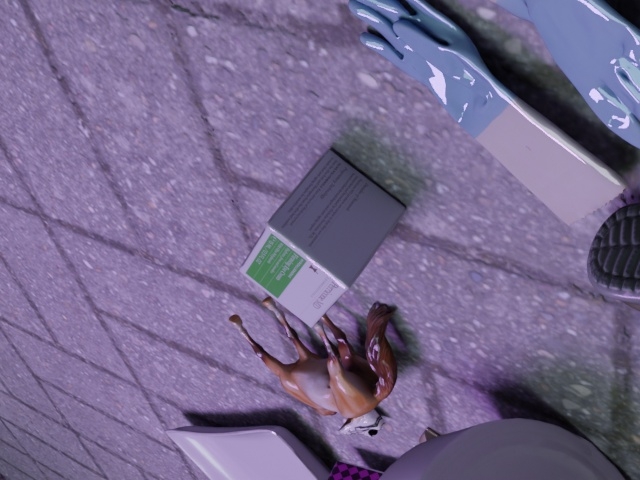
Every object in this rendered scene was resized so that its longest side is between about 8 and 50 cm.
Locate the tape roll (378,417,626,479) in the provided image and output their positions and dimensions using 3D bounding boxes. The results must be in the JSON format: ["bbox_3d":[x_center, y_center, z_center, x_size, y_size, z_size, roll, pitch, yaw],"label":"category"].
[{"bbox_3d":[0.172,0.311,0.857,0.286,0.286,0.100,43,149,-6],"label":"tape roll"}]

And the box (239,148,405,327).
[{"bbox_3d":[0.000,0.000,0.812,0.087,0.102,0.101,37,148,0],"label":"box"}]

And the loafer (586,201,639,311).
[{"bbox_3d":[0.288,0.025,0.567,0.087,0.094,0.251,30,169,-37],"label":"loafer"}]

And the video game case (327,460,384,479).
[{"bbox_3d":[0.148,0.365,1.176,0.232,0.042,0.210,3,141,45],"label":"video game case"}]

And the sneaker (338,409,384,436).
[{"bbox_3d":[0.049,0.223,1.122,0.037,0.032,0.083,39,150,1],"label":"sneaker"}]

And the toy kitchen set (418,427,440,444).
[{"bbox_3d":[0.126,0.258,1.043,0.068,0.075,0.083,34,150,10],"label":"toy kitchen set"}]

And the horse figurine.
[{"bbox_3d":[0.006,0.135,1.022,0.174,0.066,0.263,54,149,-14],"label":"horse figurine"}]

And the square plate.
[{"bbox_3d":[-0.041,0.388,1.421,0.344,0.049,0.347,49,148,-16],"label":"square plate"}]

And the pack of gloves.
[{"bbox_3d":[0.123,-0.126,0.591,0.232,0.046,0.195,41,161,2],"label":"pack of gloves"}]
